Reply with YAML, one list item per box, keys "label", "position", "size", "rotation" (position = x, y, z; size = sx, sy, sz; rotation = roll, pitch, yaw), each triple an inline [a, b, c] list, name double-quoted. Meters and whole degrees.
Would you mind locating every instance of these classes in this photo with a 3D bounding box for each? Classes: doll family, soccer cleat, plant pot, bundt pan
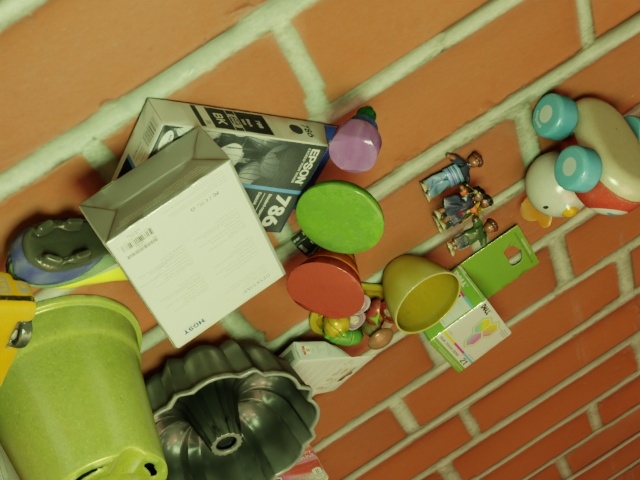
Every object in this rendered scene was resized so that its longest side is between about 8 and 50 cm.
- label: "doll family"
  position: [0.236, -0.064, 1.663]
  size: [0.111, 0.076, 0.193]
  rotation: [-28, 141, 0]
- label: "soccer cleat"
  position: [-0.285, 0.017, 1.368]
  size: [0.289, 0.094, 0.121]
  rotation: [0, 159, -42]
- label: "plant pot"
  position: [-0.345, 0.263, 1.442]
  size: [0.276, 0.254, 0.276]
  rotation: [-21, 143, -17]
- label: "plant pot"
  position: [0.160, 0.079, 1.743]
  size: [0.134, 0.095, 0.134]
  rotation: [-22, 138, -22]
- label: "bundt pan"
  position: [-0.175, 0.293, 1.670]
  size: [0.330, 0.124, 0.331]
  rotation: [-16, 134, -17]

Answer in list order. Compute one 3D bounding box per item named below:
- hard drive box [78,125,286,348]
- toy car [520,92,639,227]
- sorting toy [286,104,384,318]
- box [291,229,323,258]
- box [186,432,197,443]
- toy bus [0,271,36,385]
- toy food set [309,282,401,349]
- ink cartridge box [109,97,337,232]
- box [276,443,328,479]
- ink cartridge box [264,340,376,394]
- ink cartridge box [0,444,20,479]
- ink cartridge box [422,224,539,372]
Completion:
- label: "hard drive box"
  position: [-0.168, 0.002, 1.283]
  size: [0.181, 0.089, 0.232]
  rotation: [-34, 139, -11]
- label: "toy car"
  position: [0.422, -0.094, 1.681]
  size: [0.219, 0.210, 0.238]
  rotation: [8, 140, -29]
- label: "sorting toy"
  position: [0.038, -0.049, 1.472]
  size: [0.127, 0.126, 0.366]
  rotation: [16, 134, 6]
- label: "box"
  position: [0.000, 0.000, 1.601]
  size: [0.067, 0.018, 0.083]
  rotation: [-38, 144, 5]
- label: "box"
  position: [-0.231, 0.363, 1.822]
  size: [0.179, 0.043, 0.105]
  rotation: [-26, 144, -13]
- label: "toy bus"
  position: [-0.485, 0.163, 1.325]
  size: [0.108, 0.130, 0.333]
  rotation: [6, 129, -39]
- label: "toy food set"
  position: [0.085, 0.144, 1.785]
  size: [0.217, 0.071, 0.128]
  rotation: [5, 129, -41]
- label: "ink cartridge box"
  position: [-0.110, -0.093, 1.376]
  size: [0.332, 0.065, 0.165]
  rotation: [1, 131, -39]
- label: "box"
  position: [-0.155, 0.476, 1.917]
  size: [0.299, 0.154, 0.142]
  rotation: [-17, 142, -24]
- label: "ink cartridge box"
  position: [-0.011, 0.228, 1.812]
  size: [0.179, 0.045, 0.145]
  rotation: [-1, 147, -41]
- label: "ink cartridge box"
  position: [-0.517, 0.394, 1.532]
  size: [0.171, 0.168, 0.233]
  rotation: [-36, 144, 2]
- label: "ink cartridge box"
  position: [0.310, 0.111, 1.896]
  size: [0.255, 0.097, 0.189]
  rotation: [-37, 145, 6]
